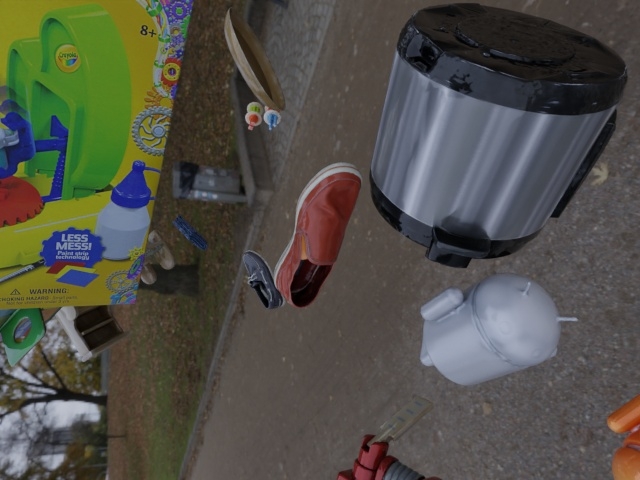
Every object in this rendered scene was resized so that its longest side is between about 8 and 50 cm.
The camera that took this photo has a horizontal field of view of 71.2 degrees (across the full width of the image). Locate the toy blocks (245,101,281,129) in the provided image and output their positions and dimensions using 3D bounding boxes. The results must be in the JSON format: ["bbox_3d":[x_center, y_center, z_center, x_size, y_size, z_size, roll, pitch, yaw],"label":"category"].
[{"bbox_3d":[-0.177,-0.378,1.374,0.054,0.123,0.148,55,-156,-41],"label":"toy blocks"}]

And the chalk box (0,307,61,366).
[{"bbox_3d":[-0.494,0.045,0.674,0.180,0.179,0.289,-41,80,14],"label":"chalk box"}]

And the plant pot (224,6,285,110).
[{"bbox_3d":[-0.148,-0.393,0.995,0.236,0.032,0.236,59,-165,-27],"label":"plant pot"}]

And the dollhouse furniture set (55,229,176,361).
[{"bbox_3d":[-0.442,0.122,0.947,0.242,0.212,0.161,-34,89,27],"label":"dollhouse furniture set"}]

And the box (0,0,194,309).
[{"bbox_3d":[-0.279,-0.107,0.324,0.177,0.290,0.279,51,129,44],"label":"box"}]

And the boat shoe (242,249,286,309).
[{"bbox_3d":[-0.183,0.117,1.343,0.206,0.065,0.075,55,133,15],"label":"boat shoe"}]

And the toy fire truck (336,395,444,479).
[{"bbox_3d":[0.153,0.414,0.786,0.217,0.158,0.246,10,83,43],"label":"toy fire truck"}]

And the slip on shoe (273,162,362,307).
[{"bbox_3d":[0.000,0.000,0.872,0.101,0.123,0.331,58,133,43],"label":"slip on shoe"}]

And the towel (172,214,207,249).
[{"bbox_3d":[-0.327,-0.020,1.130,0.029,0.067,0.119,-48,43,-8],"label":"towel"}]

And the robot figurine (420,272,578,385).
[{"bbox_3d":[0.369,0.198,0.991,0.353,0.300,0.199,-46,22,50],"label":"robot figurine"}]

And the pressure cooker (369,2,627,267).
[{"bbox_3d":[0.282,-0.175,0.838,0.375,0.370,0.420,48,144,34],"label":"pressure cooker"}]

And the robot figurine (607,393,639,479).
[{"bbox_3d":[0.487,0.291,0.598,0.158,0.219,0.128,52,169,-14],"label":"robot figurine"}]
